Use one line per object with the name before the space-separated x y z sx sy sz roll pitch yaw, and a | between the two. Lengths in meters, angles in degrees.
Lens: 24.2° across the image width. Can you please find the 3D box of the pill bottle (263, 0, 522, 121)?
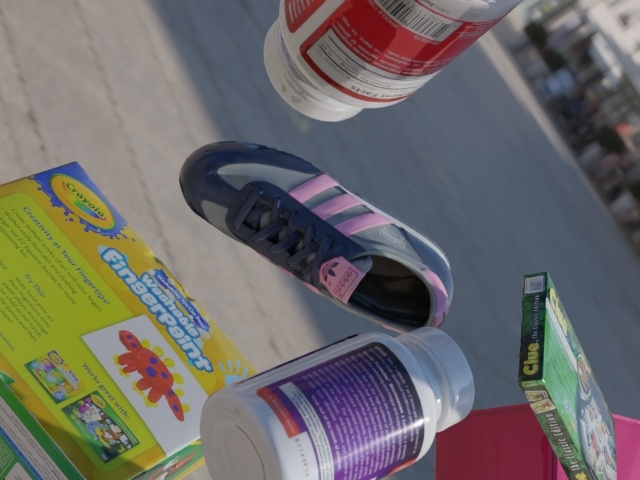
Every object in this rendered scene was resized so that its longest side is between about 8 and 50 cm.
pill bottle | 0.089 -0.310 1.902 0.229 0.408 0.229 11 66 -25

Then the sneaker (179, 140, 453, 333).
sneaker | 0.000 0.000 1.550 0.319 0.112 0.131 24 22 -10

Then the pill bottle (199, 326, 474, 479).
pill bottle | 0.017 0.130 1.108 0.193 0.108 0.108 -19 71 -33

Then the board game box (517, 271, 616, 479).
board game box | 0.252 0.165 1.503 0.136 0.030 0.259 -77 148 -41

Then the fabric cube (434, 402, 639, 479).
fabric cube | 0.351 0.408 2.377 0.259 0.254 0.258 17 69 -41

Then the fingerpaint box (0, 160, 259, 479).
fingerpaint box | -0.340 0.141 1.963 0.445 0.163 0.371 48 35 12
